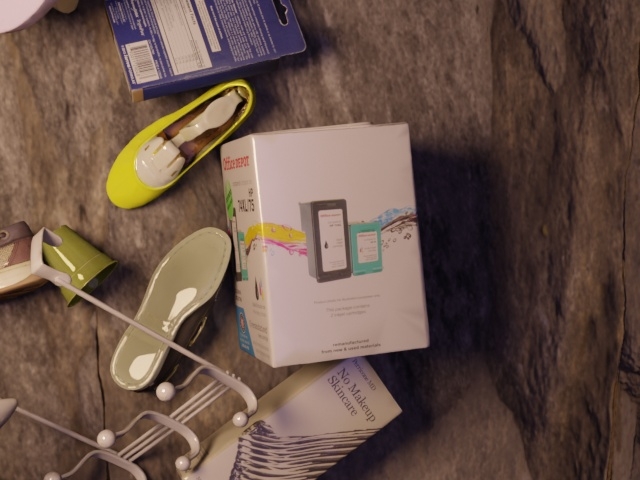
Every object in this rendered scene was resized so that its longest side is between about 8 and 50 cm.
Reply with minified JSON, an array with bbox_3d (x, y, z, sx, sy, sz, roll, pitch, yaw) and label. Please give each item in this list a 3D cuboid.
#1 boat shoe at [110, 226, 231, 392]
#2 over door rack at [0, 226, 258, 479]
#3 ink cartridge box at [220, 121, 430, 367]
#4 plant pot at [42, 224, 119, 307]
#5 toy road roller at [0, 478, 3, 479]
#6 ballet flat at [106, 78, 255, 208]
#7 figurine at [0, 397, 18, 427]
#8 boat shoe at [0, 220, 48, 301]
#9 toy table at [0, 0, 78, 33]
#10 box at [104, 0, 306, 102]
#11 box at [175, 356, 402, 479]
[{"bbox_3d":[-0.181,0.088,1.402,0.081,0.069,0.228,30,82,17],"label":"boat shoe"},{"bbox_3d":[-0.270,0.173,1.285,0.324,0.108,0.239,40,120,-20],"label":"over door rack"},{"bbox_3d":[0.000,0.000,1.371,0.197,0.198,0.270,-6,92,-15],"label":"ink cartridge box"},{"bbox_3d":[-0.305,0.025,1.368,0.083,0.083,0.079,-43,88,-9],"label":"plant pot"},{"bbox_3d":[-0.484,0.252,1.268,0.329,0.202,0.241,9,78,-13],"label":"toy road roller"},{"bbox_3d":[-0.172,-0.126,1.392,0.231,0.077,0.077,-40,104,-10],"label":"ballet flat"},{"bbox_3d":[-0.447,0.205,1.153,0.215,0.092,0.209,27,56,-4],"label":"figurine"},{"bbox_3d":[-0.469,0.046,1.318,0.285,0.103,0.092,-14,80,-7],"label":"boat shoe"},{"bbox_3d":[-0.307,-0.374,1.274,0.252,0.161,0.274,41,117,10],"label":"toy table"},{"bbox_3d":[-0.142,-0.259,1.392,0.225,0.036,0.136,-15,69,-11],"label":"box"},{"bbox_3d":[-0.041,0.251,1.422,0.275,0.094,0.113,-37,99,-10],"label":"box"}]
